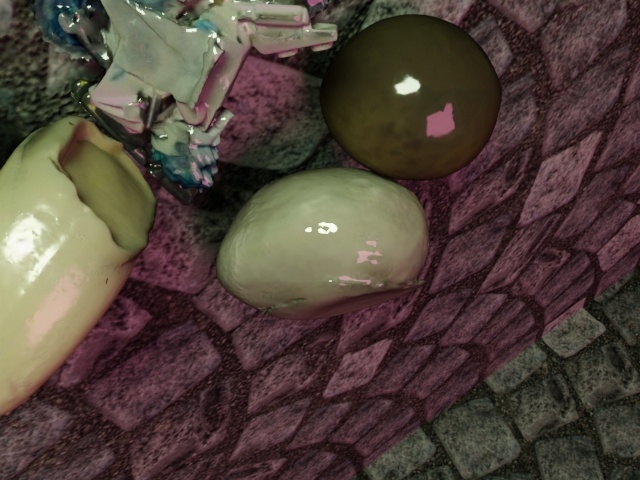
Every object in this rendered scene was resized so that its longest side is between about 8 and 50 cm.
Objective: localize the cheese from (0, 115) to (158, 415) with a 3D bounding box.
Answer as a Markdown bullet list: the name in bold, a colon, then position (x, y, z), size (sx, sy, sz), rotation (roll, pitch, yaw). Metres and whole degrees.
- **cheese**: position (-0.250, 0.017, 0.638), size (0.233, 0.266, 0.127), rotation (-43, 112, 14)

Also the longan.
- **longan**: position (0.109, -0.162, 0.872), size (0.220, 0.196, 0.197), rotation (3, 128, -53)

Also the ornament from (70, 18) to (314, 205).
- **ornament**: position (-0.096, -0.157, 0.752), size (0.236, 0.080, 0.202), rotation (-41, 146, -1)

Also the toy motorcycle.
- **toy motorcycle**: position (-0.097, -0.139, 0.625), size (0.108, 0.239, 0.204), rotation (-57, 141, -57)

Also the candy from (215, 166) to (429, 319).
- **candy**: position (0.000, 0.000, 0.942), size (0.295, 0.185, 0.295), rotation (-8, 168, -2)
